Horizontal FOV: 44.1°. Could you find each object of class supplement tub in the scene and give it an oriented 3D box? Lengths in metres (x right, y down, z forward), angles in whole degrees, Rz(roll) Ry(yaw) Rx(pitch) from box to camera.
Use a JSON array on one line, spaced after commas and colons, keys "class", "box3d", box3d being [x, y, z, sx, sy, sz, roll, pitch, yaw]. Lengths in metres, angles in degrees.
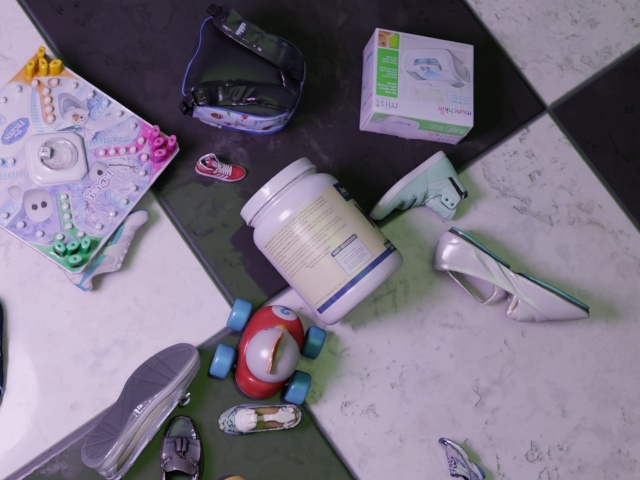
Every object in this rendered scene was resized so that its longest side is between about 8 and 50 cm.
[{"class": "supplement tub", "box3d": [0.000, 0.000, 1.766, 0.235, 0.235, 0.325, -39, 86, -19]}]

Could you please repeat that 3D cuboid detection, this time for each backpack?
[{"class": "backpack", "box3d": [-0.172, -0.368, 1.847, 0.263, 0.213, 0.277, 15, 78, 1]}]

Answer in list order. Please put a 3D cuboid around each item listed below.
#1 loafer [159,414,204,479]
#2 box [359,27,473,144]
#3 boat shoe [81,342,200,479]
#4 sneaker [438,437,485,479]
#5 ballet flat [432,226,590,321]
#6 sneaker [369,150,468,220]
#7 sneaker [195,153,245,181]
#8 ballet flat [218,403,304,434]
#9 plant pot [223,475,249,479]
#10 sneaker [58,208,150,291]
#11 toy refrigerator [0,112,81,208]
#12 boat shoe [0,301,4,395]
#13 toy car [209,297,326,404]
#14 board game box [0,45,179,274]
[{"class": "loafer", "box3d": [-0.289, 0.498, 1.646, 0.096, 0.084, 0.268, 3, 74, -11]}, {"class": "box", "box3d": [0.240, -0.381, 1.984, 0.261, 0.127, 0.231, 8, 71, -11]}, {"class": "boat shoe", "box3d": [-0.363, 0.357, 1.667, 0.118, 0.103, 0.320, 16, 60, 40]}, {"class": "sneaker", "box3d": [0.312, 0.506, 1.793, 0.058, 0.052, 0.135, -43, 86, -15]}, {"class": "ballet flat", "box3d": [0.445, 0.116, 1.902, 0.400, 0.139, 0.139, 31, 71, 2]}, {"class": "sneaker", "box3d": [0.248, -0.093, 1.922, 0.256, 0.094, 0.151, -37, 88, -18]}, {"class": "sneaker", "box3d": [-0.232, -0.171, 1.852, 0.118, 0.067, 0.042, 7, 74, -10]}, {"class": "ballet flat", "box3d": [-0.127, 0.385, 1.724, 0.188, 0.070, 0.070, -5, 76, -13]}, {"class": "plant pot", "box3d": [-0.174, 0.549, 1.646, 0.134, 0.134, 0.095, -19, 55, -16]}, {"class": "sneaker", "box3d": [-0.463, 0.016, 1.750, 0.228, 0.087, 0.092, -42, 102, -18]}, {"class": "toy refrigerator", "box3d": [-0.622, -0.139, 1.748, 0.269, 0.094, 0.102, 47, 64, 3]}, {"class": "boat shoe", "box3d": [-0.710, 0.232, 1.626, 0.109, 0.089, 0.258, -5, 76, -13]}, {"class": "toy car", "box3d": [-0.098, 0.226, 1.682, 0.219, 0.238, 0.210, 21, 71, -6]}, {"class": "board game box", "box3d": [-0.567, -0.185, 1.702, 0.390, 0.050, 0.390, 34, 63, -2]}]
